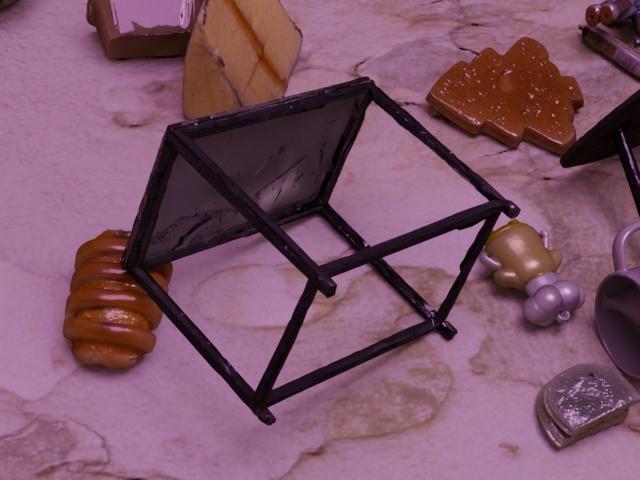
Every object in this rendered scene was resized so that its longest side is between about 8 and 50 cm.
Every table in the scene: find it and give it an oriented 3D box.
[{"bbox_3d":[0.536,-0.100,1.739,0.317,0.317,0.249,-23,73,-25],"label":"table"},{"bbox_3d":[0.000,0.000,1.531,0.335,0.222,0.272,-21,55,-43],"label":"table"}]

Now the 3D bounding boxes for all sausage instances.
[{"bbox_3d":[0.497,-0.254,1.996,0.269,0.033,0.033,39,55,21],"label":"sausage"}]

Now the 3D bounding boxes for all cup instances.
[{"bbox_3d":[0.430,0.072,1.650,0.142,0.134,0.173,-15,60,-22],"label":"cup"}]

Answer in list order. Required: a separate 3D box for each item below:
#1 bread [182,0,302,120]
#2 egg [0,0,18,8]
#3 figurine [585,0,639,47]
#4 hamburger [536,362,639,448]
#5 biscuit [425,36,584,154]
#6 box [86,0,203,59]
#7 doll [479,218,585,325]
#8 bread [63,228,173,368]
[{"bbox_3d":[-0.100,-0.289,1.830,0.135,0.178,0.240,15,48,4],"label":"bread"},{"bbox_3d":[-0.467,-0.405,1.887,0.141,0.141,0.182,27,41,12],"label":"egg"},{"bbox_3d":[0.487,-0.349,2.021,0.197,0.094,0.147,-29,24,-34],"label":"figurine"},{"bbox_3d":[0.312,0.192,1.590,0.121,0.054,0.084,-24,60,-18],"label":"hamburger"},{"bbox_3d":[0.266,-0.207,1.915,0.238,0.041,0.212,-3,58,-12],"label":"biscuit"},{"bbox_3d":[-0.243,-0.320,1.882,0.177,0.111,0.111,-5,52,-14],"label":"box"},{"bbox_3d":[0.272,0.042,1.697,0.106,0.062,0.162,-20,56,-19],"label":"doll"},{"bbox_3d":[-0.242,0.069,1.576,0.119,0.084,0.177,7,54,-3],"label":"bread"}]
